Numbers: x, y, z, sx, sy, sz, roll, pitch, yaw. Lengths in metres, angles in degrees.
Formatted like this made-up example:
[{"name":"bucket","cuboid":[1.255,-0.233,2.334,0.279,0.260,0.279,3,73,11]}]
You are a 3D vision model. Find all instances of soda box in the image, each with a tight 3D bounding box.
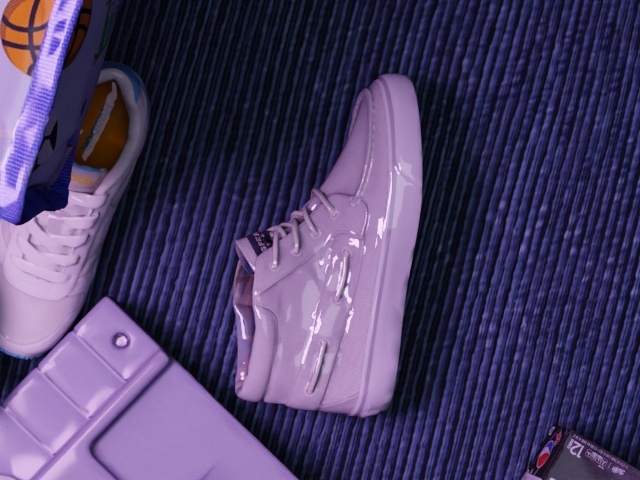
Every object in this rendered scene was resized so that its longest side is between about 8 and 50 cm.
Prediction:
[{"name":"soda box","cuboid":[0.242,0.206,1.184,0.169,0.060,0.053,32,85,-4]}]

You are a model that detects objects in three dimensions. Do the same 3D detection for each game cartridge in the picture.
[{"name":"game cartridge","cuboid":[-0.107,0.243,1.125,0.355,0.068,0.230,44,80,1]}]

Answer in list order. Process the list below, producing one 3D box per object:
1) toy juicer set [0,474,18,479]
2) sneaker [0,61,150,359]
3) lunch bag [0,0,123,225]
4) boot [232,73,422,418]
[{"name":"toy juicer set","cuboid":[-0.340,0.057,1.083,0.209,0.089,0.329,-14,79,-2]},{"name":"sneaker","cuboid":[-0.191,-0.024,1.128,0.087,0.092,0.229,19,88,-7]},{"name":"lunch bag","cuboid":[-0.256,-0.238,0.905,0.328,0.239,0.385,15,94,-4]},{"name":"boot","cuboid":[0.000,0.000,1.144,0.123,0.095,0.258,6,89,-13]}]
